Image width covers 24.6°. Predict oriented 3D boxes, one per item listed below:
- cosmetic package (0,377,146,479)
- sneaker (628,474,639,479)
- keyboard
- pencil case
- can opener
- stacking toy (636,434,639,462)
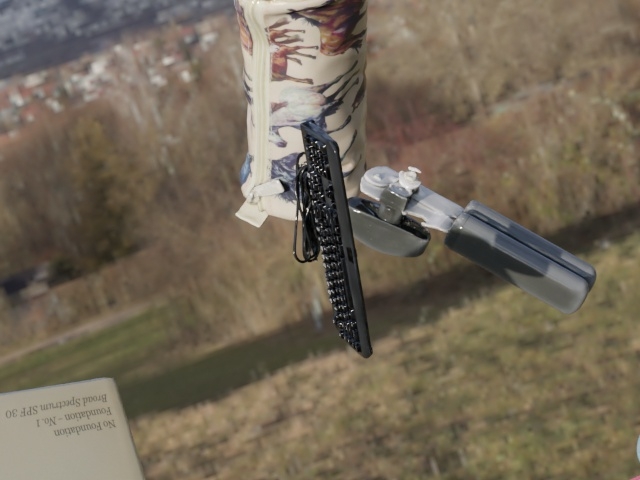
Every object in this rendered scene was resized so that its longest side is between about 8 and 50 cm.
[{"bbox_3d":[-0.177,0.258,0.944,0.160,0.309,0.113,-7,-20,-44],"label":"cosmetic package"},{"bbox_3d":[0.238,0.323,1.223,0.299,0.121,0.112,-49,26,3],"label":"sneaker"},{"bbox_3d":[0.000,0.000,1.201,0.038,0.192,0.100,-14,21,-13],"label":"keyboard"},{"bbox_3d":[-0.027,-0.194,1.759,0.160,0.410,0.183,24,55,20],"label":"pencil case"},{"bbox_3d":[0.161,0.001,1.590,0.280,0.093,0.074,26,32,12],"label":"can opener"},{"bbox_3d":[0.477,0.167,1.450,0.309,0.130,0.279,-6,31,34],"label":"stacking toy"}]
